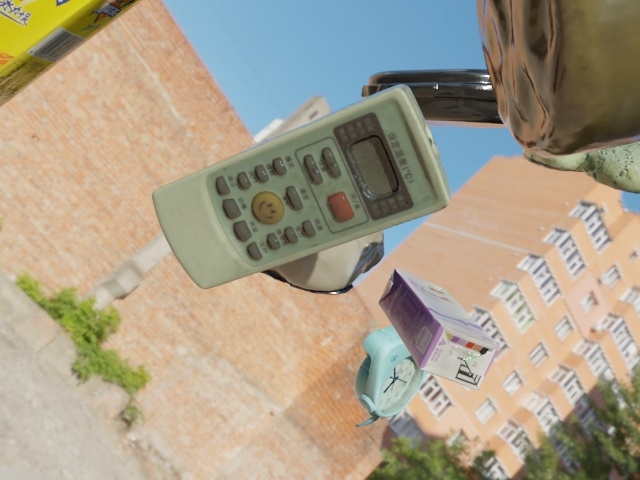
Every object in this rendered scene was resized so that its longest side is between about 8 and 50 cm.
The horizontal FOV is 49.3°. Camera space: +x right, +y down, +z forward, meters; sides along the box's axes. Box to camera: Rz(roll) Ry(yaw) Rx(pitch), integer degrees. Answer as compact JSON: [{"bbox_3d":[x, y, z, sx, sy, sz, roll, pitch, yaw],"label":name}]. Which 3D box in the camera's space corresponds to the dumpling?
[{"bbox_3d":[-0.003,0.018,1.419,0.293,0.163,0.204,10,-22,-14],"label":"dumpling"}]

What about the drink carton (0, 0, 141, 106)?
[{"bbox_3d":[-0.415,-0.353,1.019,0.154,0.351,0.111,57,9,-2],"label":"drink carton"}]

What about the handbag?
[{"bbox_3d":[0.223,-0.254,1.263,0.308,0.254,0.092,8,-80,35],"label":"handbag"}]

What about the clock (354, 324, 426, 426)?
[{"bbox_3d":[0.086,0.177,0.880,0.045,0.108,0.147,30,-64,39],"label":"clock"}]

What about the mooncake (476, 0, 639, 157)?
[{"bbox_3d":[0.253,-0.228,0.698,0.284,0.156,0.284,169,-90,-90],"label":"mooncake"}]

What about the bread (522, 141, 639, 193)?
[{"bbox_3d":[0.414,-0.133,1.011,0.232,0.173,0.064,28,-53,43],"label":"bread"}]

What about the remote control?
[{"bbox_3d":[-0.027,-0.042,0.666,0.123,0.286,0.038,67,20,-13],"label":"remote control"}]

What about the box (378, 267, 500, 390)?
[{"bbox_3d":[0.082,0.060,0.507,0.051,0.036,0.117,22,12,-17],"label":"box"}]
